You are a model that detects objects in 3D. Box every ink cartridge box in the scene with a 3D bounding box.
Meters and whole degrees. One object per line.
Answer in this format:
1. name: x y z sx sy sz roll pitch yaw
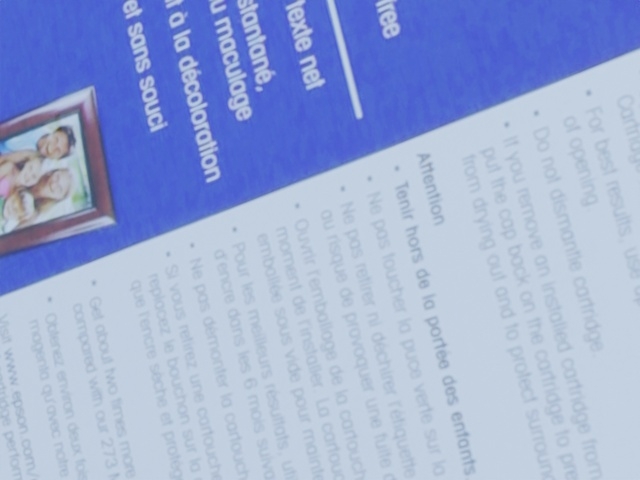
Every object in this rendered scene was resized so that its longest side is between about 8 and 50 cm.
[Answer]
1. ink cartridge box: 0.000 0.000 0.361 0.069 0.371 0.176 5 -112 -56
